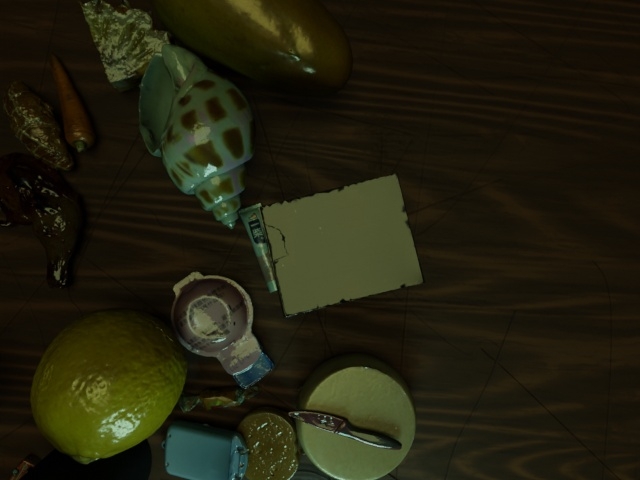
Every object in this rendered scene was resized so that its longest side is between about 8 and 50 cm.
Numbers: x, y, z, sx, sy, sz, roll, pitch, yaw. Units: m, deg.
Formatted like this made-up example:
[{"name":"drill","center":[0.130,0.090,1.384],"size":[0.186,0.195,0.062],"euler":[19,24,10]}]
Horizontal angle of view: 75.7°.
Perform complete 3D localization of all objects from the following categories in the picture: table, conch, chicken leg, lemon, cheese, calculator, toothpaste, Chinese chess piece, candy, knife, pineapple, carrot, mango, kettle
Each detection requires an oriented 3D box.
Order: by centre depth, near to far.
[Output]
[{"name":"kettle","center":[-0.510,0.502,0.787],"size":[0.261,0.308,0.204],"euler":[-7,88,-2]},{"name":"lemon","center":[-0.409,0.271,0.814],"size":[0.292,0.293,0.294],"euler":[0,89,-2]},{"name":"table","center":[0.030,0.009,0.822],"size":[0.250,0.282,0.197],"euler":[-15,89,-3]},{"name":"mango","center":[-0.130,-0.446,0.832],"size":[0.445,0.300,0.232],"euler":[30,109,-1]},{"name":"knife","center":[0.052,0.388,0.850],"size":[0.247,0.018,0.036],"euler":[18,91,-1]},{"name":"conch","center":[-0.253,-0.216,0.868],"size":[0.249,0.197,0.369],"euler":[-8,75,25]},{"name":"calculator","center":[-0.260,0.469,0.908],"size":[0.210,0.039,0.121],"euler":[4,89,15]},{"name":"Chinese chess piece","center":[0.077,0.386,0.912],"size":[0.272,0.102,0.274],"euler":[0,89,-3]},{"name":"pineapple","center":[-0.420,-0.424,0.913],"size":[0.236,0.114,0.186],"euler":[30,88,-4]},{"name":"chicken leg","center":[-0.625,-0.053,0.919],"size":[0.177,0.083,0.323],"euler":[-41,88,6]},{"name":"cheese","center":[-0.220,0.199,0.921],"size":[0.188,0.074,0.286],"euler":[-38,94,-2]},{"name":"candy","center":[-0.231,0.358,0.929],"size":[0.181,0.053,0.047],"euler":[-5,96,0]},{"name":"carrot","center":[-0.569,-0.314,0.940],"size":[0.061,0.061,0.257],"euler":[-21,80,-2]},{"name":"toothpaste","center":[-0.133,0.017,0.949],"size":[0.056,0.036,0.206],"euler":[-18,85,-3]}]

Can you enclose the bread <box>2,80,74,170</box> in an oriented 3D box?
[{"name":"bread","center":[-0.632,-0.253,0.907],"size":[0.104,0.076,0.233],"euler":[-31,93,33]}]

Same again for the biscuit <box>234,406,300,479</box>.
[{"name":"biscuit","center":[-0.126,0.461,0.931],"size":[0.170,0.050,0.171],"euler":[0,89,6]}]

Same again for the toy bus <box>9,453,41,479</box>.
[{"name":"toy bus","center":[-0.674,0.537,0.920],"size":[0.043,0.031,0.110],"euler":[32,87,-7]}]
